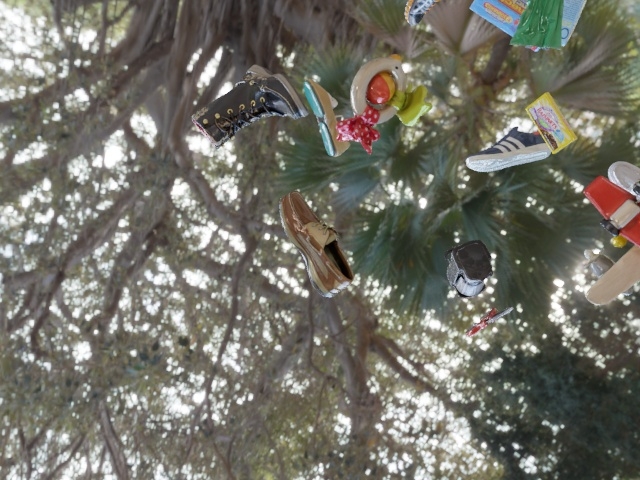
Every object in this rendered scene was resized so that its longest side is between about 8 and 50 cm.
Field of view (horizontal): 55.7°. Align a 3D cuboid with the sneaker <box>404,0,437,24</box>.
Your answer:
[{"bbox_3d":[0.276,-0.627,1.531,0.083,0.215,0.084,26,-118,3],"label":"sneaker"}]

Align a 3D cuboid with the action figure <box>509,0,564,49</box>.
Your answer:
[{"bbox_3d":[0.603,-0.632,1.613,0.137,0.232,0.063,16,-166,24],"label":"action figure"}]

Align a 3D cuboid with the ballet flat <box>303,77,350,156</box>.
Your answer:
[{"bbox_3d":[0.021,-0.342,1.648,0.073,0.232,0.080,-30,-148,-15],"label":"ballet flat"}]

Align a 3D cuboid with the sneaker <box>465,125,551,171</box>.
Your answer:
[{"bbox_3d":[0.776,-0.393,2.535,0.349,0.131,0.148,-10,-108,5],"label":"sneaker"}]

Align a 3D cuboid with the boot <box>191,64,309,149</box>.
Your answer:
[{"bbox_3d":[-0.220,-0.388,1.835,0.284,0.138,0.377,-39,-139,-7],"label":"boot"}]

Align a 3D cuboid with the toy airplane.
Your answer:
[{"bbox_3d":[0.931,-0.014,1.679,0.385,0.385,0.272,-6,-163,11],"label":"toy airplane"}]

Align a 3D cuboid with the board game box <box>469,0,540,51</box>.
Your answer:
[{"bbox_3d":[0.761,-0.916,2.318,0.308,0.086,0.302,31,-123,-3],"label":"board game box"}]

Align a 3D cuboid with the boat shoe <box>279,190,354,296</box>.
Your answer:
[{"bbox_3d":[0.000,0.000,1.747,0.122,0.119,0.324,-29,-89,-54],"label":"boat shoe"}]

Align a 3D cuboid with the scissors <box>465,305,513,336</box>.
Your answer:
[{"bbox_3d":[0.422,0.207,1.524,0.021,0.109,0.297,49,180,9],"label":"scissors"}]

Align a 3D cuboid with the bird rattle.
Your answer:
[{"bbox_3d":[0.140,-0.355,1.528,0.253,0.207,0.143,-24,-144,-13],"label":"bird rattle"}]

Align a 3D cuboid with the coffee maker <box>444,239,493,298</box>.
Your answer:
[{"bbox_3d":[0.432,0.073,1.811,0.120,0.178,0.171,-41,-112,-13],"label":"coffee maker"}]

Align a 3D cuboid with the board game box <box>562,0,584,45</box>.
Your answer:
[{"bbox_3d":[0.730,-0.754,1.808,0.144,0.275,0.142,25,-136,15],"label":"board game box"}]

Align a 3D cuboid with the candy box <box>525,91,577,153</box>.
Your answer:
[{"bbox_3d":[0.855,-0.435,2.246,0.027,0.105,0.206,-20,-103,-37],"label":"candy box"}]

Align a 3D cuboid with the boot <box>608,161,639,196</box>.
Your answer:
[{"bbox_3d":[0.971,-0.153,1.795,0.258,0.095,0.123,50,-175,21],"label":"boot"}]
